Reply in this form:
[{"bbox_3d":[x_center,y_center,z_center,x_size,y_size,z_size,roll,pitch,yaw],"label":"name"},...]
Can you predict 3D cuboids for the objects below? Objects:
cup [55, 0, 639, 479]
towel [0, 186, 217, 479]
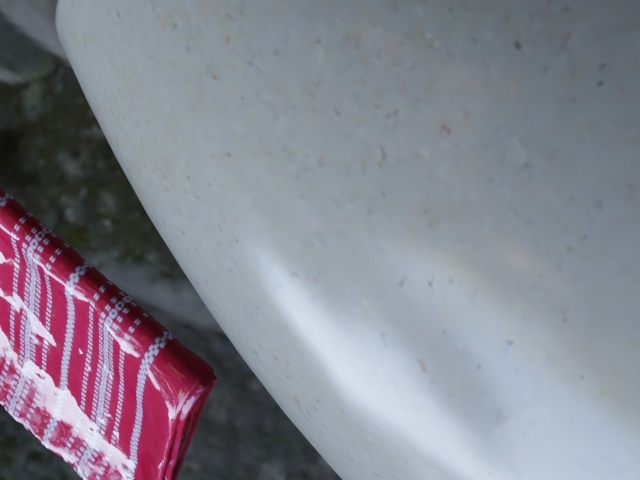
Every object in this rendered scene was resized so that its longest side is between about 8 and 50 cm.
[{"bbox_3d":[0.059,-0.071,0.525,0.237,0.331,0.331,33,164,-2],"label":"cup"},{"bbox_3d":[-0.180,0.046,0.953,0.275,0.031,0.199,39,145,12],"label":"towel"}]
